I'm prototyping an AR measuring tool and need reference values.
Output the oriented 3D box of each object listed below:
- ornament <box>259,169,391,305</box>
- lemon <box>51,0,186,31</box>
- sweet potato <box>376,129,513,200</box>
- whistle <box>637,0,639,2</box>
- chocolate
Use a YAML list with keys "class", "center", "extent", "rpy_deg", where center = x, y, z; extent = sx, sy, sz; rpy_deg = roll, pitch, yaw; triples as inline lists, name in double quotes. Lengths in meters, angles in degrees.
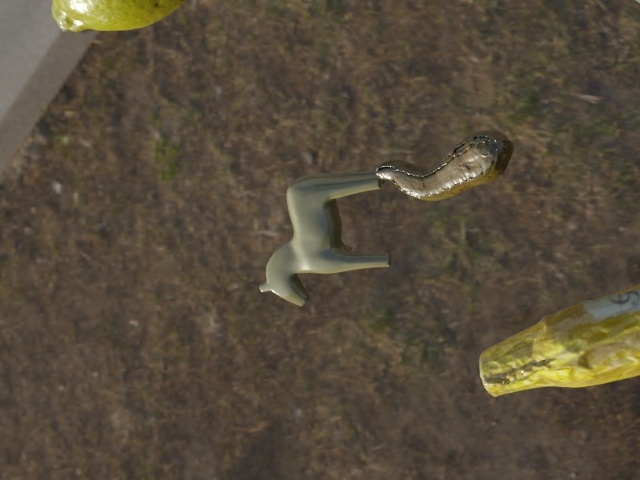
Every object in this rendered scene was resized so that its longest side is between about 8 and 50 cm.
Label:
- class: "ornament"
  center: [0.000, 0.000, 1.855]
  extent: [0.245, 0.061, 0.230]
  rpy_deg: [-4, 108, 17]
- class: "lemon"
  center: [-0.240, -0.353, 1.352]
  extent: [0.248, 0.184, 0.184]
  rpy_deg: [-35, 67, 11]
- class: "sweet potato"
  center: [0.188, -0.104, 1.632]
  extent: [0.233, 0.062, 0.081]
  rpy_deg: [-15, 90, 39]
- class: "whistle"
  center: [0.278, -0.320, 1.159]
  extent: [0.326, 0.057, 0.068]
  rpy_deg: [38, 150, 20]
- class: "chocolate"
  center: [0.473, 0.168, 1.803]
  extent: [0.445, 0.162, 0.162]
  rpy_deg: [-20, 78, 22]
